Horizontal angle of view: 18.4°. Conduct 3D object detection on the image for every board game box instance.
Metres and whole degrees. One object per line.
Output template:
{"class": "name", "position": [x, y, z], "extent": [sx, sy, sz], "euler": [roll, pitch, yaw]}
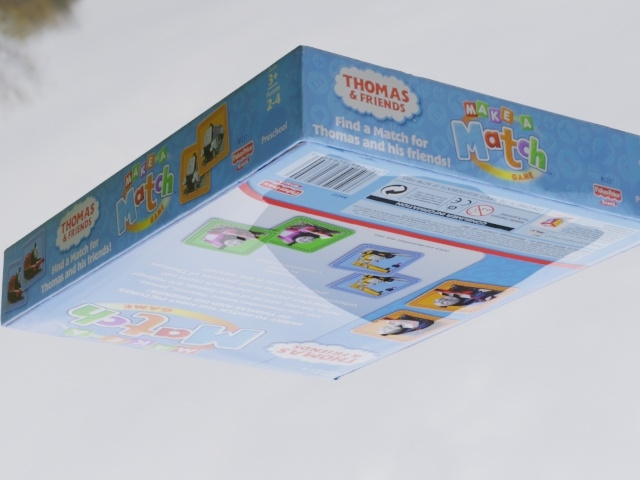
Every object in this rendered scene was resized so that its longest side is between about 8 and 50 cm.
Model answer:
{"class": "board game box", "position": [0.000, 0.000, 0.729], "extent": [0.160, 0.039, 0.211], "euler": [12, 155, -33]}
